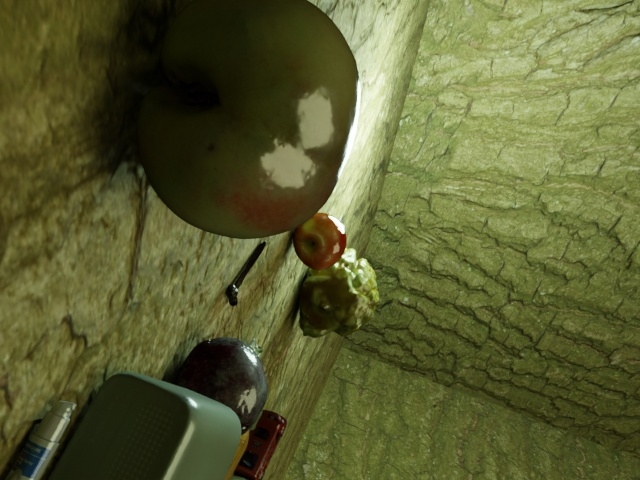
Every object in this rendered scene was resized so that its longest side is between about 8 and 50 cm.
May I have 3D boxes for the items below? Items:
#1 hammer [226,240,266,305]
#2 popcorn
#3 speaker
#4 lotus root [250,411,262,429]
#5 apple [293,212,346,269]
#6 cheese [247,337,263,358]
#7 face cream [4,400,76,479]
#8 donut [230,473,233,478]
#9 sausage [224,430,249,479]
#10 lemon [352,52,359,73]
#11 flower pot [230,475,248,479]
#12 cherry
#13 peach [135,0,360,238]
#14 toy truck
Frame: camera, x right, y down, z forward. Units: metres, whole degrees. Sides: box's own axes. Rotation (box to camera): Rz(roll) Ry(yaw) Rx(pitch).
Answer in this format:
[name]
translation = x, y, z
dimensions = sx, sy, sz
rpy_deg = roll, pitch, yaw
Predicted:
[hammer]
translation = -0.163, 0.065, 1.129
dimensions = 0.065, 0.021, 0.178
rpy_deg = 98, 13, -45
[popcorn]
translation = 0.062, 0.195, 1.794
dimensions = 0.274, 0.279, 0.335
rpy_deg = -102, -166, -74
[speaker]
translation = -0.280, 0.390, 0.688
dimensions = 0.184, 0.184, 0.406
rpy_deg = 74, 36, -62
[lotus root]
translation = -0.198, 0.476, 1.487
dimensions = 0.143, 0.070, 0.144
rpy_deg = -50, 156, -63
[apple]
translation = 0.000, 0.000, 1.447
dimensions = 0.139, 0.164, 0.163
rpy_deg = -22, 131, -61
[cheese]
translation = -0.211, 0.345, 1.263
dimensions = 0.127, 0.050, 0.235
rpy_deg = 94, 19, -60
[face cream]
translation = -0.327, 0.247, 0.584
dimensions = 0.034, 0.034, 0.130
rpy_deg = 85, 27, -64
[donut]
translation = -0.263, 0.595, 1.401
dimensions = 0.152, 0.058, 0.151
rpy_deg = 18, 90, -79
[sausage]
translation = -0.248, 0.513, 1.202
dimensions = 0.328, 0.112, 0.112
rpy_deg = -56, 162, -54
[lemon]
translation = -0.022, -0.263, 0.869
dimensions = 0.193, 0.181, 0.180
rpy_deg = -53, 180, 32
[flower pot]
translation = -0.242, 0.877, 1.492
dimensions = 0.307, 0.244, 0.307
rpy_deg = 19, 90, -78
[cherry]
translation = -0.187, 0.280, 0.965
dimensions = 0.195, 0.195, 0.195
rpy_deg = 19, 90, -79
[peach]
translation = -0.074, -0.142, 0.612
dimensions = 0.292, 0.248, 0.292
rpy_deg = -20, 114, -55
[toy truck]
translation = -0.202, 0.682, 1.707
dimensions = 0.114, 0.108, 0.252
rpy_deg = 98, 16, -46
